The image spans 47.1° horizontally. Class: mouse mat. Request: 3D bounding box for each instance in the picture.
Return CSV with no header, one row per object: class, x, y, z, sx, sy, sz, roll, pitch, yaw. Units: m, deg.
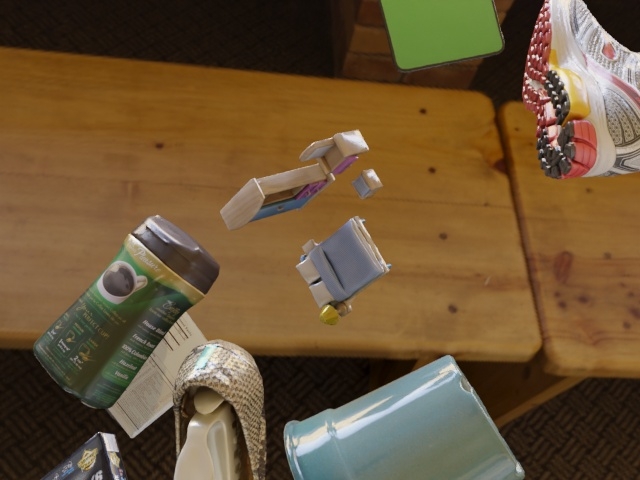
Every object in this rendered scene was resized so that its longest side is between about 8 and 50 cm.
mouse mat,0.141,-0.310,0.913,0.153,0.007,0.189,-14,87,-13

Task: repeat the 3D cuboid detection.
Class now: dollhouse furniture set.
dollhouse furniture set,0.000,0.000,1.420,0.198,0.286,0.303,-21,78,-41

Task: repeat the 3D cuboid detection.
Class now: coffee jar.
coffee jar,-0.187,0.067,0.724,0.096,0.079,0.184,35,82,35

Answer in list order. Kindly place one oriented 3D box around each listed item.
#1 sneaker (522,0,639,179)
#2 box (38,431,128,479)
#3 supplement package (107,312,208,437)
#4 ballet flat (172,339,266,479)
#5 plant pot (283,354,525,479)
sneaker,0.222,-0.127,0.605,0.093,0.088,0.225,4,48,1
box,-0.511,0.547,1.584,0.220,0.051,0.175,-38,55,16
supplement package,-0.324,0.225,1.350,0.203,0.194,0.149,-38,104,-21
ballet flat,-0.143,0.385,1.021,0.164,0.182,0.482,-2,101,11
plant pot,0.163,0.399,1.343,0.334,0.341,0.341,-33,69,4
